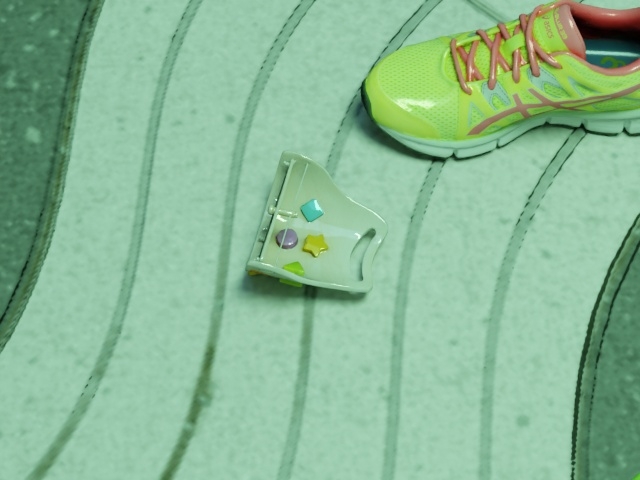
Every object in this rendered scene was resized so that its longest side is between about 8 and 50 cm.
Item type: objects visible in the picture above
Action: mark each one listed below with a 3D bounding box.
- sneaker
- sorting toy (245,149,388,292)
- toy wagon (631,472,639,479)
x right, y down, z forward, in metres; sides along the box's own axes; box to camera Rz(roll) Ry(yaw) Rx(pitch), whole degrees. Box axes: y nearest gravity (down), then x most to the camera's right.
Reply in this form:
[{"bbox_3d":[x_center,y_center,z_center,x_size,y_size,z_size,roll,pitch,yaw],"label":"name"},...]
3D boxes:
[{"bbox_3d":[0.127,-0.112,1.192,0.208,0.094,0.081,-9,61,-6],"label":"sneaker"},{"bbox_3d":[0.000,0.000,1.152,0.075,0.045,0.083,17,59,0],"label":"sorting toy"},{"bbox_3d":[0.187,0.275,0.973,0.344,0.068,0.267,-38,67,-22],"label":"toy wagon"}]
